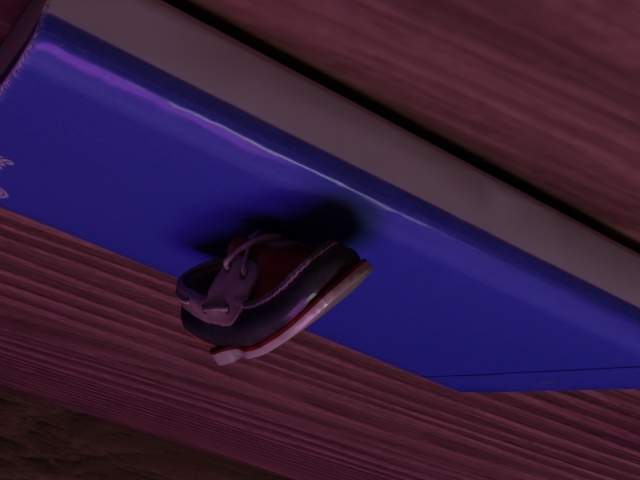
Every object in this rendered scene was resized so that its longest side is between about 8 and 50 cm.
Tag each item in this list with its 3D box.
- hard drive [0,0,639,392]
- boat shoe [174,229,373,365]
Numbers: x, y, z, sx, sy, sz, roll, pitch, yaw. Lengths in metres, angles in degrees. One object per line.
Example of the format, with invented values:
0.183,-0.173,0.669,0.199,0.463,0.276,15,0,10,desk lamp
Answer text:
0.000,0.000,0.460,0.318,0.040,0.210,24,161,-24,hard drive
-0.024,0.018,0.398,0.043,0.049,0.137,58,155,-2,boat shoe
